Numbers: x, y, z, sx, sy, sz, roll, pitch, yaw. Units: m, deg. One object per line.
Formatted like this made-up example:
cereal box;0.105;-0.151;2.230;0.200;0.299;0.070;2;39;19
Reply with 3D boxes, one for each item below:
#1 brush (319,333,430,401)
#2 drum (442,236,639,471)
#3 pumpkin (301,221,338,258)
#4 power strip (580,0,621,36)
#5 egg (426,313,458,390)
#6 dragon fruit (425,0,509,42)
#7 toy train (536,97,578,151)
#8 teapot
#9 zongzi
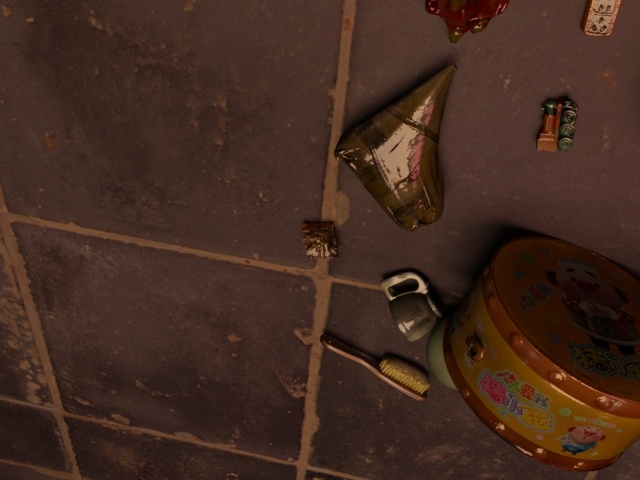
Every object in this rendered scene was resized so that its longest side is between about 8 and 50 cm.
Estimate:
brush;0.143;0.300;1.638;0.313;0.072;0.067;29;106;-5
drum;0.460;0.203;1.246;0.431;0.431;0.214;22;127;-3
pumpkin;0.000;0.000;1.437;0.074;0.054;0.083;-5;121;13
power strip;0.453;-0.403;1.023;0.049;0.028;0.178;8;128;9
egg;0.323;0.253;1.470;0.168;0.168;0.231;10;152;6
dragon fruit;0.233;-0.404;1.037;0.138;0.175;0.142;-12;93;11
toy train;0.426;-0.209;1.175;0.064;0.044;0.103;9;130;21
teapot;0.215;0.144;1.482;0.108;0.149;0.111;-31;154;15
zongzi;0.201;-0.161;1.219;0.274;0.125;0.251;-33;113;26
